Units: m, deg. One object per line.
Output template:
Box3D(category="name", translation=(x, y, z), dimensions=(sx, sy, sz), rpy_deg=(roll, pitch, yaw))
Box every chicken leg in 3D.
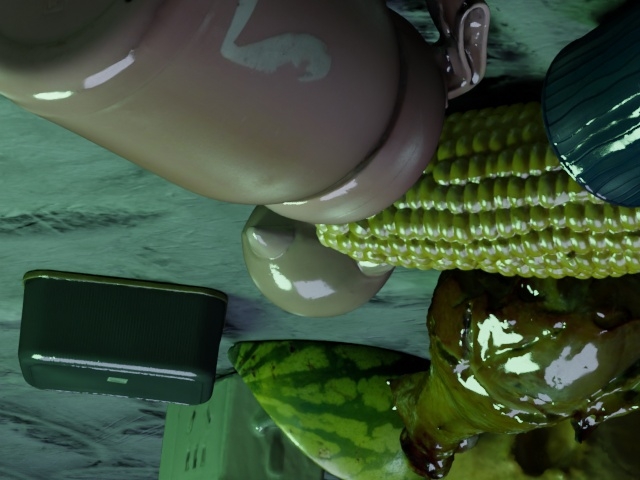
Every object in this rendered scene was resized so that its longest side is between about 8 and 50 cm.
Box3D(category="chicken leg", translation=(0.133, 0.083, 1.559), dimensions=(0.140, 0.211, 0.361), rpy_deg=(-22, 177, -35))

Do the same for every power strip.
Box3D(category="power strip", translation=(-0.073, 0.235, 2.133), dimensions=(0.139, 0.140, 0.224), rpy_deg=(17, 159, -27))

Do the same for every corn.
Box3D(category="corn", translation=(0.160, -0.037, 1.297), dimensions=(0.347, 0.130, 0.130), rpy_deg=(-1, 161, 27))

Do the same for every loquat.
Box3D(category="loquat", translation=(0.264, 0.248, 1.802), dimensions=(0.328, 0.328, 0.328), rpy_deg=(5, 161, 2))

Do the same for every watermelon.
Box3D(category="watermelon", translation=(0.066, 0.166, 2.000), dimensions=(0.303, 0.159, 0.128), rpy_deg=(18, 119, -36))

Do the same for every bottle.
Box3D(category="bottle", translation=(-0.036, -0.118, 1.055), dimensions=(0.206, 0.173, 0.297), rpy_deg=(-39, 143, 16))

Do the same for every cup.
Box3D(category="cup", translation=(0.225, -0.106, 1.128), dimensions=(0.113, 0.150, 0.138), rpy_deg=(45, 150, -7))

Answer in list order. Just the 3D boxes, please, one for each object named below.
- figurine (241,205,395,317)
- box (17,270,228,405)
Box3D(category="figurine", translation=(0.000, 0.000, 1.470), dimensions=(0.125, 0.125, 0.138), rpy_deg=(6, 177, -3))
Box3D(category="box", translation=(-0.195, 0.100, 1.846), dimensions=(0.201, 0.090, 0.144), rpy_deg=(6, 162, -4))
